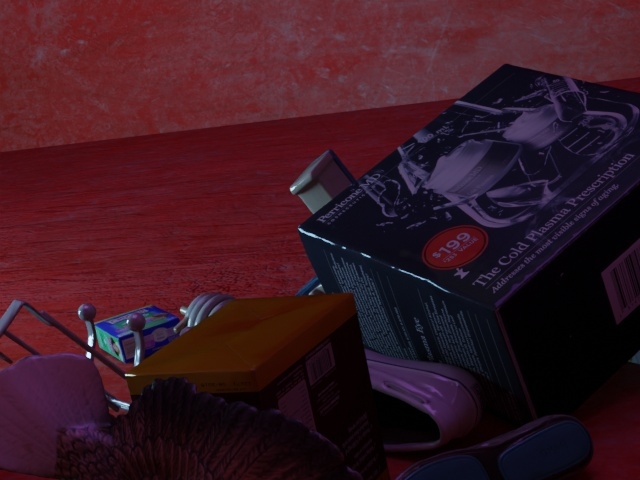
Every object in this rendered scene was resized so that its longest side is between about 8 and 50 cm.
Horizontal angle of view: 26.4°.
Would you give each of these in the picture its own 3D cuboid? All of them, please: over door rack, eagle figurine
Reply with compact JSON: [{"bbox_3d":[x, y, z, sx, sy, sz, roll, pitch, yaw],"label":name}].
[{"bbox_3d":[-0.248,0.112,1.453,0.324,0.108,0.239,29,-14,-36],"label":"over door rack"},{"bbox_3d":[-0.103,0.206,0.967,0.225,0.226,0.298,-10,20,-21],"label":"eagle figurine"}]

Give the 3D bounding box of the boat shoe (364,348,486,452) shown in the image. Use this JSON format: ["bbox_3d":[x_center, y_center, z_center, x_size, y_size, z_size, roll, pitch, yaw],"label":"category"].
[{"bbox_3d":[0.034,0.168,1.376,0.268,0.096,0.088,7,22,35],"label":"boat shoe"}]

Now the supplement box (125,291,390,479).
[{"bbox_3d":[-0.047,0.169,1.201,0.129,0.194,0.191,-4,15,28],"label":"supplement box"}]

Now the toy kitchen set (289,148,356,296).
[{"bbox_3d":[0.000,0.000,1.717,0.207,0.166,0.122,-37,3,39],"label":"toy kitchen set"}]

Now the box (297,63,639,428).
[{"bbox_3d":[0.213,-0.006,1.445,0.343,0.179,0.312,-39,34,-23],"label":"box"}]

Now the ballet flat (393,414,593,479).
[{"bbox_3d":[0.143,0.211,1.194,0.213,0.072,0.068,-16,-13,-24],"label":"ballet flat"}]

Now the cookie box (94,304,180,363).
[{"bbox_3d":[-0.247,0.126,1.852,0.092,0.040,0.107,-18,15,-25],"label":"cookie box"}]

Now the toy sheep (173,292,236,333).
[{"bbox_3d":[-0.135,0.108,1.747,0.132,0.091,0.091,23,32,34],"label":"toy sheep"}]

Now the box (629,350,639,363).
[{"bbox_3d":[0.333,0.090,1.499,0.063,0.067,0.324,-20,17,-30],"label":"box"}]
